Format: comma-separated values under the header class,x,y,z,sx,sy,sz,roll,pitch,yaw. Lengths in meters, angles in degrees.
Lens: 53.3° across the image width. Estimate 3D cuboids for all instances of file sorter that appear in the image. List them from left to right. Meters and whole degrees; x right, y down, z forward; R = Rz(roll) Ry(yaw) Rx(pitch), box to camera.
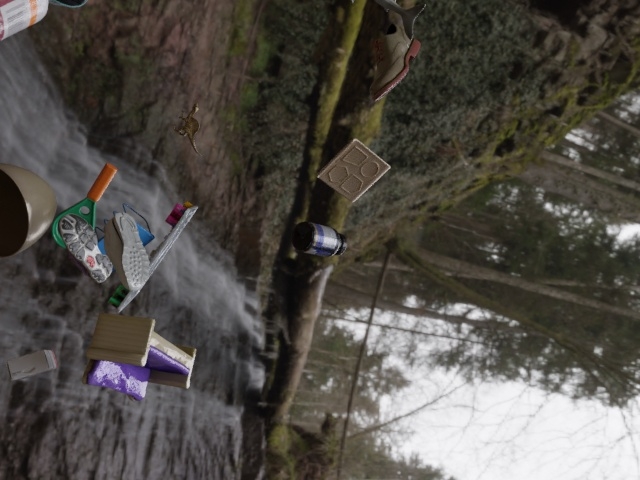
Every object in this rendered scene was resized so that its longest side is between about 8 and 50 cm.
class,x,y,z,sx,sy,sz,roll,pitch,yaw
file sorter,-0.625,-0.015,1.974,0.170,0.118,0.104,-38,-134,6

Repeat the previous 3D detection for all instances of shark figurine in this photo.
class,x,y,z,sx,sy,sz,roll,pitch,yaw
shark figurine,0.138,-0.647,1.669,0.116,0.278,0.166,-55,-144,-10

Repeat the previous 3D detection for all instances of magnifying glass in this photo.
class,x,y,z,sx,sy,sz,roll,pitch,yaw
magnifying glass,-0.544,-0.079,1.487,0.231,0.092,0.026,-54,-160,14

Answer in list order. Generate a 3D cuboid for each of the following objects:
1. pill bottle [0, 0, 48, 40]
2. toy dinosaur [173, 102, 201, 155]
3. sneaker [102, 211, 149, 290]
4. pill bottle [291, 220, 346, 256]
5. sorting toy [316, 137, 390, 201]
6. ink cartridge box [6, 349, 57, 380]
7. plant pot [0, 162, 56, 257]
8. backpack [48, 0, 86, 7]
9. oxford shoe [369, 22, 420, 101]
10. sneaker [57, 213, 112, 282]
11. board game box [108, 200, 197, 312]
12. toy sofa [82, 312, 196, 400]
class,x,y,z,sx,sy,sz,roll,pitch,yaw
pill bottle,-0.659,-0.370,0.998,0.392,0.224,0.224,-45,-171,-32
toy dinosaur,-0.464,-0.390,2.238,0.093,0.053,0.183,4,-81,22
sneaker,-0.542,0.041,1.756,0.095,0.090,0.235,-32,-118,25
pill bottle,0.000,0.000,2.542,0.123,0.219,0.122,-11,-106,41
sorting toy,0.114,-0.246,2.232,0.193,0.208,0.038,-43,-140,20
ink cartridge box,-0.780,0.336,1.730,0.135,0.099,0.056,143,-70,-73
plant pot,-0.929,-0.109,1.953,0.284,0.284,0.191,-65,167,24
backpack,-0.643,-0.658,1.549,0.144,0.188,0.165,33,-76,65
oxford shoe,0.203,-0.558,1.991,0.123,0.130,0.348,-34,-159,42
sneaker,-0.484,0.020,1.272,0.068,0.071,0.170,-59,148,-41
board game box,-0.552,0.038,2.139,0.390,0.050,0.390,-55,-172,0
toy sofa,-0.462,0.323,1.673,0.362,0.150,0.177,72,25,-67
